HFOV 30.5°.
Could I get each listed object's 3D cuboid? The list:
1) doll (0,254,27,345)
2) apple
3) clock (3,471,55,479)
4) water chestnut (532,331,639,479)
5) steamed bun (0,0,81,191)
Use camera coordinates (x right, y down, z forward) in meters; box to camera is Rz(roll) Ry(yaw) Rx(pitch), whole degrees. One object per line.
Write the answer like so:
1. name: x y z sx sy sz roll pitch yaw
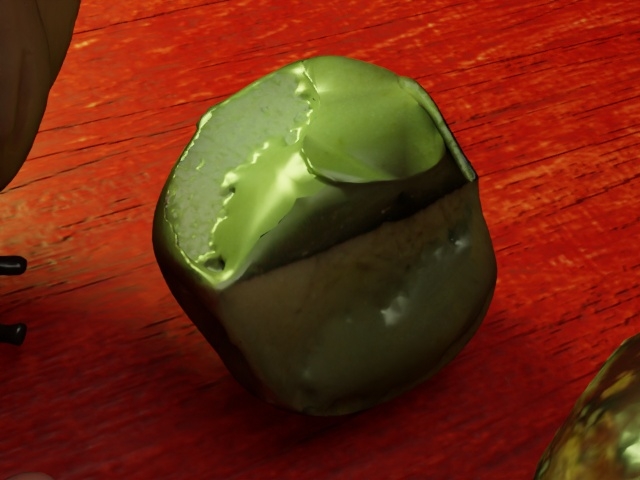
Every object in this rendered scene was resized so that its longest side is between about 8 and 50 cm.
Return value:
1. doll: -0.261 0.042 0.693 0.165 0.057 0.139 17 46 16
2. apple: 0.000 0.000 0.710 0.188 0.174 0.207 -28 101 -12
3. clock: -0.048 0.200 0.477 0.241 0.142 0.227 -3 43 16
4. water chestnut: 0.199 0.191 0.512 0.335 0.346 0.335 41 34 -37
5. steamed bun: -0.279 -0.072 0.577 0.309 0.324 0.220 -18 69 5
